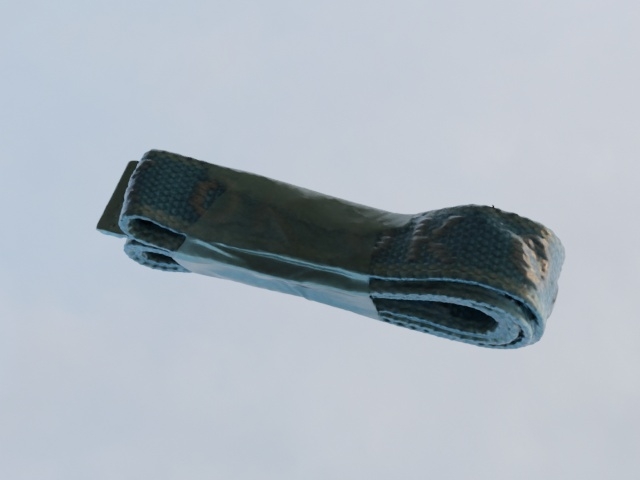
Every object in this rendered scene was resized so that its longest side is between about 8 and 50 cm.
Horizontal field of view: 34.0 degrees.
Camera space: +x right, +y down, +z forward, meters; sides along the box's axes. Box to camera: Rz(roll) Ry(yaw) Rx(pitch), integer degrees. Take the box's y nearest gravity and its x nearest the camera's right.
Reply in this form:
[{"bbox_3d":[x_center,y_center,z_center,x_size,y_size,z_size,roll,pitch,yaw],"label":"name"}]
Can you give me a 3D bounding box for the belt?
[{"bbox_3d":[0.000,0.000,0.665,0.302,0.087,0.072,12,-113,16],"label":"belt"}]
